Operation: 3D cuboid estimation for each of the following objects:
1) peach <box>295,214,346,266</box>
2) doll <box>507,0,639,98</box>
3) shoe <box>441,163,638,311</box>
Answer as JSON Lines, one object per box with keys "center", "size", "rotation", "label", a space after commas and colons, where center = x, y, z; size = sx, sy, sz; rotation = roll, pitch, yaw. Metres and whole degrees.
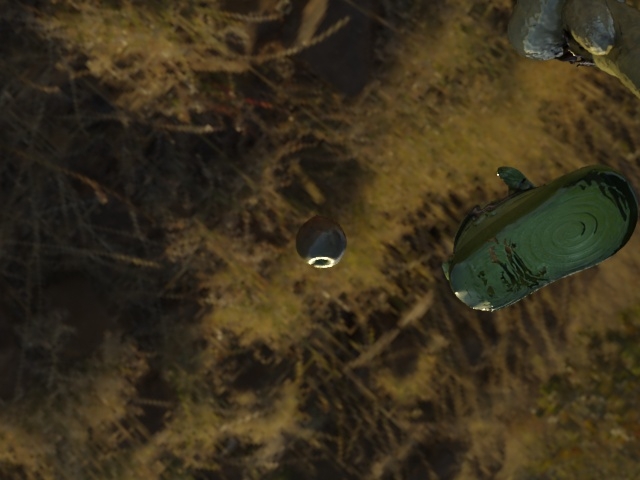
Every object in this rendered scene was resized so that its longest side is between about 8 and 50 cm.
{"center": [0.002, 0.001, 1.768], "size": [0.083, 0.083, 0.083], "rotation": [-37, 152, -24], "label": "peach"}
{"center": [0.303, -0.208, 1.182], "size": [0.149, 0.278, 0.175], "rotation": [-36, 146, 0], "label": "doll"}
{"center": [0.272, -0.018, 1.443], "size": [0.262, 0.128, 0.140], "rotation": [-35, 130, 10], "label": "shoe"}
